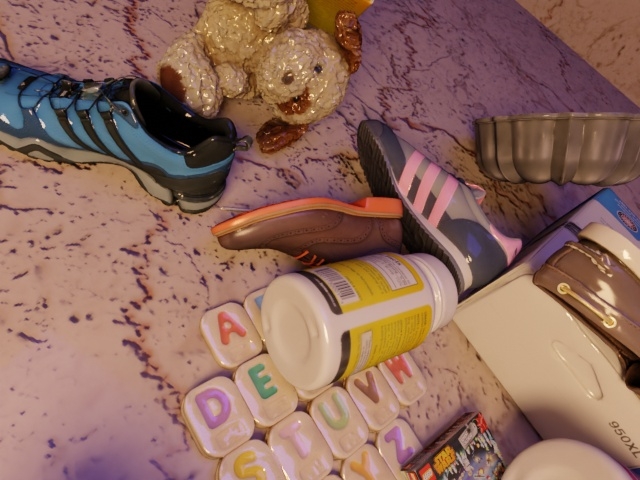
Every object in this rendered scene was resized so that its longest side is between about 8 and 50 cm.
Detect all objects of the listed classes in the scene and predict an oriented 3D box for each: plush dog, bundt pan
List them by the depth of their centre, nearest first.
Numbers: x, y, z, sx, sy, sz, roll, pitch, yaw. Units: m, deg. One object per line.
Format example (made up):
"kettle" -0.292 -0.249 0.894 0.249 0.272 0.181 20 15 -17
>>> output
"plush dog" -0.065 -0.259 0.662 0.226 0.262 0.210 36 24 -13
"bundt pan" 0.460 -0.170 0.890 0.331 0.331 0.124 -5 102 -35

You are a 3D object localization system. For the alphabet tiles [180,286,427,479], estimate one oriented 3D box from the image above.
"alphabet tiles" 0.000 0.171 0.515 0.284 0.021 0.277 -20 70 -40

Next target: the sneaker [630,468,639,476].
"sneaker" 0.580 0.296 0.668 0.316 0.182 0.127 -31 106 -39

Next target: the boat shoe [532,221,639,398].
"boat shoe" 0.374 0.130 0.507 0.324 0.097 0.116 49 8 2

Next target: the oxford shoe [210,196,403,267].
"oxford shoe" 0.000 0.000 0.584 0.272 0.097 0.098 -5 86 -29

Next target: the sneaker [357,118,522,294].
"sneaker" 0.167 -0.070 0.699 0.131 0.112 0.318 -21 65 -13

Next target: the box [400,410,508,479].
"box" 0.161 0.272 0.532 0.137 0.027 0.093 -18 78 -40

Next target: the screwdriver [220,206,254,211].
"screwdriver" -0.051 -0.039 0.630 0.170 0.025 0.024 7 55 -30

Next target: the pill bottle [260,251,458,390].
"pill bottle" 0.050 0.078 0.516 0.209 0.119 0.119 -9 64 -37

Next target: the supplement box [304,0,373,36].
"supplement box" 0.002 -0.465 0.727 0.195 0.194 0.356 27 6 -14

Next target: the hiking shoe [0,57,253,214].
"hiking shoe" -0.235 -0.143 0.511 0.304 0.132 0.113 20 50 -20

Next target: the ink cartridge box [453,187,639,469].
"ink cartridge box" 0.430 0.115 0.730 0.395 0.166 0.285 -25 74 -41

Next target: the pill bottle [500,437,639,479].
"pill bottle" 0.341 0.348 0.501 0.283 0.160 0.160 36 46 -18
